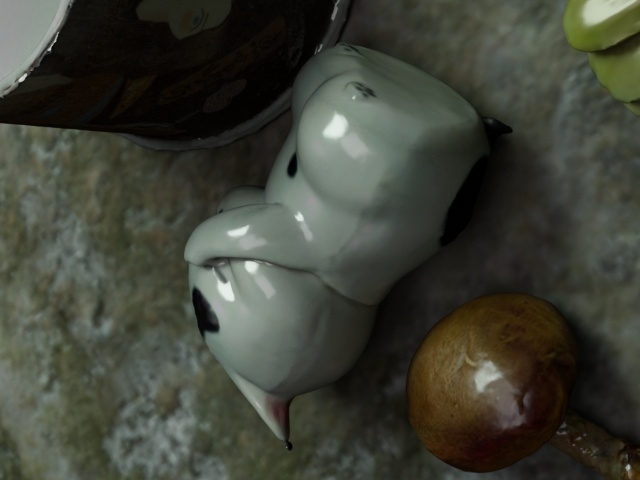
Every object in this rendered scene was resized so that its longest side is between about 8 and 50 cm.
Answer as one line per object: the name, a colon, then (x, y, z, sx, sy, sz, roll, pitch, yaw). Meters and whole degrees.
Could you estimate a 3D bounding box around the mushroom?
mushroom: (0.098, 0.074, 0.739, 0.129, 0.073, 0.088, 26, 73, 20)

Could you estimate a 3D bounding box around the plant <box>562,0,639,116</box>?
plant: (0.202, -0.139, 0.558, 0.306, 0.261, 0.297, 45, 114, 28)

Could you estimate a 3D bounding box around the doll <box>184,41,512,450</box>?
doll: (0.002, -0.006, 0.761, 0.107, 0.110, 0.181, 31, 112, -20)

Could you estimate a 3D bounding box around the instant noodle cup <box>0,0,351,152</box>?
instant noodle cup: (-0.120, -0.145, 0.756, 0.217, 0.207, 0.217, 4, 98, 27)
